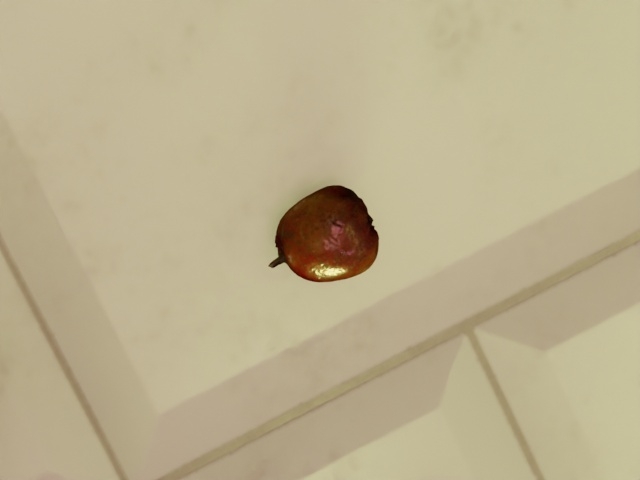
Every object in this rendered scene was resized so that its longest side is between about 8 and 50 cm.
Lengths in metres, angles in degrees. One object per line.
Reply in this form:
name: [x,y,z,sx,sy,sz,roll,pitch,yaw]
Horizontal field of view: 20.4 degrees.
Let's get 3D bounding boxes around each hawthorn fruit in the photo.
hawthorn fruit: [0.006,-0.002,1.308,0.077,0.077,0.077,-1,96,-8]
